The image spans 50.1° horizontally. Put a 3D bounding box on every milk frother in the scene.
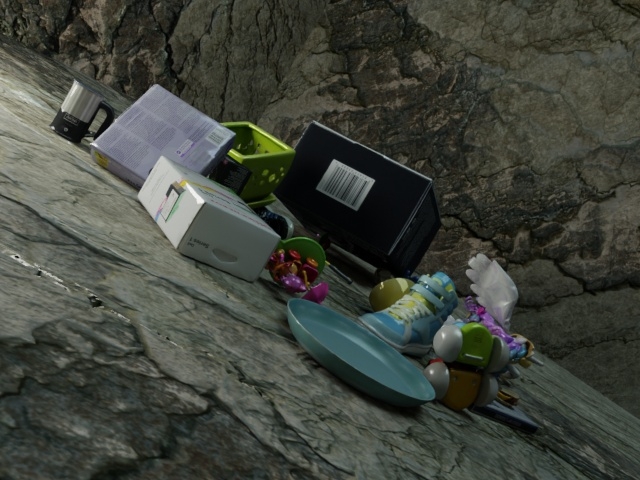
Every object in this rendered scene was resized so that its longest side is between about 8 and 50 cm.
[{"bbox_3d":[-0.598,-0.322,1.730,0.129,0.135,0.143,28,8,-34],"label":"milk frother"}]

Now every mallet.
[{"bbox_3d":[0.018,0.070,2.085,0.190,0.039,0.062,39,8,22],"label":"mallet"}]

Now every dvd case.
[{"bbox_3d":[0.376,0.363,1.591,0.239,0.029,0.179,28,8,-34],"label":"dvd case"}]

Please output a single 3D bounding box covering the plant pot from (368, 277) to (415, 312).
[{"bbox_3d":[0.203,0.179,1.810,0.134,0.134,0.095,27,34,-34],"label":"plant pot"}]

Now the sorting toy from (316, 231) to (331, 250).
[{"bbox_3d":[0.000,0.000,2.378,0.042,0.061,0.102,35,-15,26],"label":"sorting toy"}]

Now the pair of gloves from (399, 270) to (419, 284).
[{"bbox_3d":[0.344,0.183,2.358,0.198,0.023,0.159,55,-17,-9],"label":"pair of gloves"}]

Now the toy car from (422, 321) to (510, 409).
[{"bbox_3d":[0.286,0.248,1.409,0.159,0.182,0.136,14,8,-17],"label":"toy car"}]

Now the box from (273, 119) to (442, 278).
[{"bbox_3d":[0.145,-0.121,2.418,0.480,0.297,0.472,29,-5,19],"label":"box"}]

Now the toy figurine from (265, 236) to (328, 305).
[{"bbox_3d":[-0.050,0.077,1.437,0.173,0.130,0.159,27,17,-27],"label":"toy figurine"}]

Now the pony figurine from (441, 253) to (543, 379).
[{"bbox_3d":[0.493,0.262,2.010,0.351,0.303,0.363,43,-5,19],"label":"pony figurine"}]

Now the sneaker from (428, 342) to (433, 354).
[{"bbox_3d":[0.276,0.254,1.854,0.089,0.051,0.170,33,12,8],"label":"sneaker"}]

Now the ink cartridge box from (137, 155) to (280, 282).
[{"bbox_3d":[-0.238,-0.048,1.443,0.201,0.117,0.278,26,9,-38],"label":"ink cartridge box"}]

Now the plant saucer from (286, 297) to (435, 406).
[{"bbox_3d":[0.066,0.211,1.259,0.317,0.043,0.317,31,6,-4],"label":"plant saucer"}]

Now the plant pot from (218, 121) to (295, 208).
[{"bbox_3d":[-0.246,-0.215,2.053,0.228,0.207,0.227,36,33,30],"label":"plant pot"}]

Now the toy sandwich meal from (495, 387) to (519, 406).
[{"bbox_3d":[0.422,0.356,1.592,0.085,0.029,0.085,31,6,-4],"label":"toy sandwich meal"}]

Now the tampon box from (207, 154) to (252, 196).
[{"bbox_3d":[-0.279,-0.148,1.780,0.120,0.161,0.101,36,8,35],"label":"tampon box"}]

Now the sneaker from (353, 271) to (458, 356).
[{"bbox_3d":[0.206,0.154,1.580,0.127,0.208,0.319,37,9,29],"label":"sneaker"}]

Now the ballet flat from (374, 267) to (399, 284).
[{"bbox_3d":[0.258,0.154,2.348,0.206,0.073,0.067,28,-31,39],"label":"ballet flat"}]

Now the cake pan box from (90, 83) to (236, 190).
[{"bbox_3d":[-0.372,-0.231,1.648,0.246,0.267,0.070,32,-32,3],"label":"cake pan box"}]

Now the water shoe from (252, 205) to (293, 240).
[{"bbox_3d":[-0.161,-0.053,2.092,0.080,0.073,0.203,-2,23,-38],"label":"water shoe"}]
